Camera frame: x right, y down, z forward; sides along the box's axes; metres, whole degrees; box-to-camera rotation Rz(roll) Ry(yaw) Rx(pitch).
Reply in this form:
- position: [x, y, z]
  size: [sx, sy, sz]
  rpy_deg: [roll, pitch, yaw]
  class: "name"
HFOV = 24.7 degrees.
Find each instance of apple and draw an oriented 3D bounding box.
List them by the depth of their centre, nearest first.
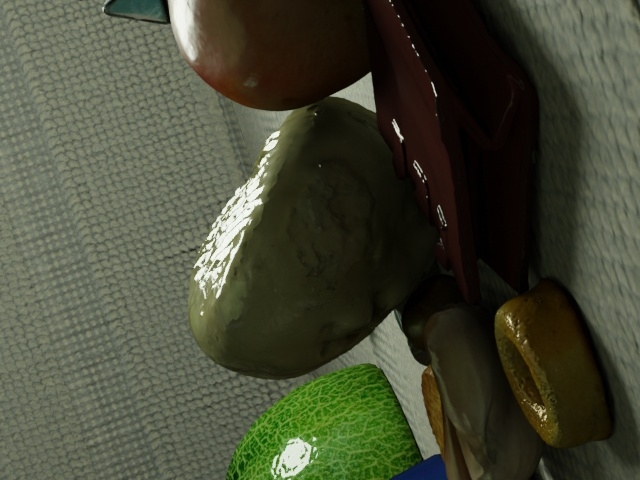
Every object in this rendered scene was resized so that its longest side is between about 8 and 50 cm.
- position: [0.132, 0.081, 1.614]
  size: [0.074, 0.089, 0.089]
  rpy_deg: [27, 173, -3]
  class: "apple"

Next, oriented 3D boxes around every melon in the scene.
- position: [0.000, 0.412, 2.494]
  size: [0.226, 0.344, 0.331]
  rpy_deg: [78, 169, -68]
  class: "melon"

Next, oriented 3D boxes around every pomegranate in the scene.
- position: [-0.035, -0.262, 1.458]
  size: [0.270, 0.229, 0.252]
  rpy_deg: [118, 142, -69]
  class: "pomegranate"

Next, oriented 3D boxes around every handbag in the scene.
- position: [0.108, -0.112, 1.306]
  size: [0.275, 0.084, 0.260]
  rpy_deg: [79, 169, -48]
  class: "handbag"

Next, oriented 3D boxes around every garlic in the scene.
- position: [0.171, 0.172, 1.490]
  size: [0.217, 0.110, 0.228]
  rpy_deg: [-34, -64, -85]
  class: "garlic"

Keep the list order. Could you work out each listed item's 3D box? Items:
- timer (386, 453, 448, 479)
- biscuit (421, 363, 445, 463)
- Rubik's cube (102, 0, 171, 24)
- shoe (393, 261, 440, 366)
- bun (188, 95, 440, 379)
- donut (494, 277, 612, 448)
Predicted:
- position: [0.054, 0.484, 2.044]
  size: [0.270, 0.384, 0.270]
  rpy_deg: [161, 90, -83]
  class: "timer"
- position: [0.199, 0.281, 1.736]
  size: [0.305, 0.038, 0.305]
  rpy_deg: [156, 90, -81]
  class: "biscuit"
- position: [-0.148, -0.407, 2.049]
  size: [0.228, 0.233, 0.228]
  rpy_deg: [7, -92, -74]
  class: "Rubik's cube"
- position: [0.113, 0.067, 1.801]
  size: [0.099, 0.071, 0.169]
  rpy_deg: [-123, 12, -73]
  class: "shoe"
- position: [-0.005, 0.012, 1.612]
  size: [0.234, 0.326, 0.362]
  rpy_deg: [35, -159, -6]
  class: "bun"
- position: [0.201, 0.111, 1.280]
  size: [0.152, 0.058, 0.152]
  rpy_deg: [159, 90, -83]
  class: "donut"
